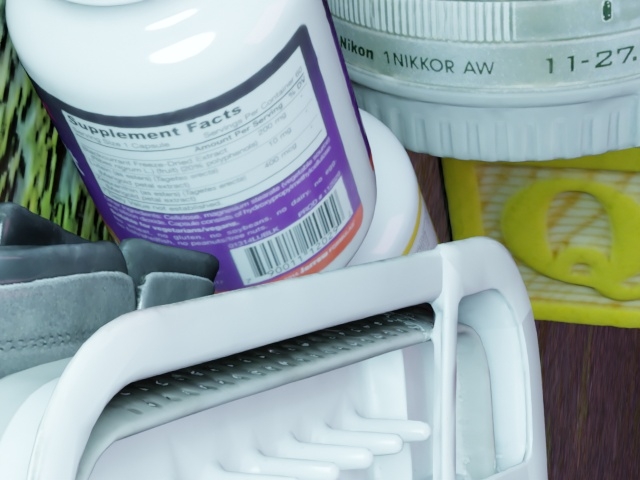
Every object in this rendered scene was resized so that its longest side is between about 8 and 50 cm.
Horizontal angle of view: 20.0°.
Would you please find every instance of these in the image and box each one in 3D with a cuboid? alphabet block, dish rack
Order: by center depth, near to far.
[{"bbox_3d":[-0.012,0.149,0.543,0.333,0.072,0.286,-9,98,-65],"label":"dish rack"},{"bbox_3d":[0.207,-0.070,1.337,0.197,0.193,0.192,-70,155,-43],"label":"alphabet block"}]

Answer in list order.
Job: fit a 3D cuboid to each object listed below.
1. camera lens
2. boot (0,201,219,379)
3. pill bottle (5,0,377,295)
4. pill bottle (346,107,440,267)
[{"bbox_3d":[0.097,-0.202,0.898,0.219,0.219,0.274,-56,146,-59],"label":"camera lens"},{"bbox_3d":[-0.059,0.108,0.636,0.338,0.118,0.223,30,63,-74],"label":"boot"},{"bbox_3d":[-0.048,-0.066,0.643,0.193,0.108,0.108,71,28,-52],"label":"pill bottle"},{"bbox_3d":[0.000,0.000,0.823,0.184,0.103,0.103,63,34,-59],"label":"pill bottle"}]
